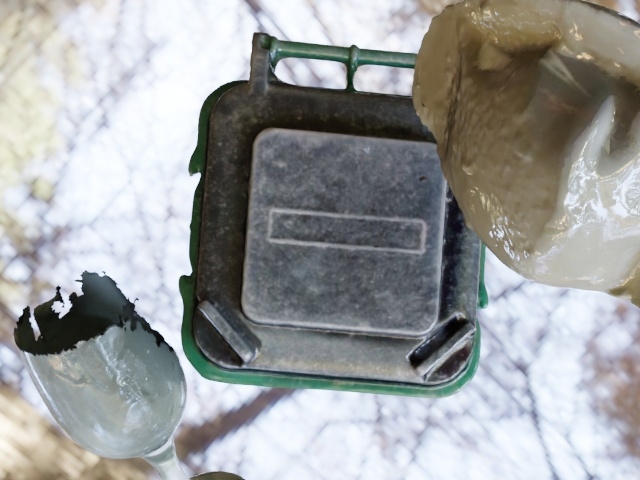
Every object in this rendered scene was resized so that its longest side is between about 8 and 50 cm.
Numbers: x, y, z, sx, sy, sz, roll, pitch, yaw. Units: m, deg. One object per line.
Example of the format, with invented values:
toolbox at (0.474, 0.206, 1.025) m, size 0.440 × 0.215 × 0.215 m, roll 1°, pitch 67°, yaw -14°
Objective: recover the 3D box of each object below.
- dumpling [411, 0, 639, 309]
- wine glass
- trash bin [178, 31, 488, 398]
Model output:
dumpling at (0.179, -0.075, 1.370) m, size 0.227 × 0.243 × 0.175 m, roll 108°, pitch 1°, yaw -47°
wine glass at (-0.176, 0.180, 1.820) m, size 0.143 × 0.321 × 0.143 m, roll -15°, pitch -142°, yaw 13°
trash bin at (0.000, 0.000, 1.712) m, size 0.381 × 0.259 × 0.295 m, roll 128°, pitch -33°, yaw -79°
